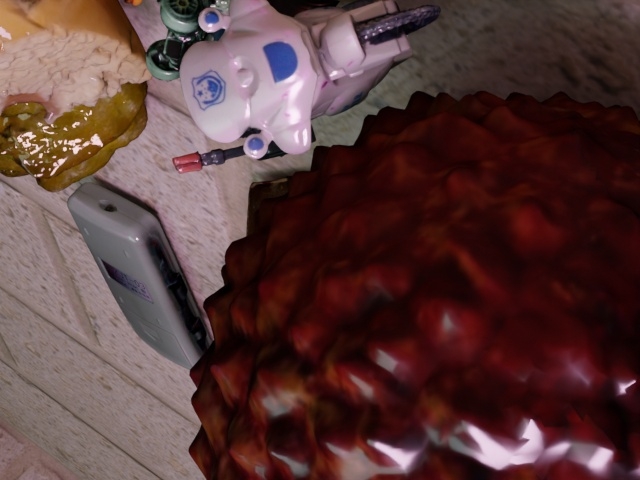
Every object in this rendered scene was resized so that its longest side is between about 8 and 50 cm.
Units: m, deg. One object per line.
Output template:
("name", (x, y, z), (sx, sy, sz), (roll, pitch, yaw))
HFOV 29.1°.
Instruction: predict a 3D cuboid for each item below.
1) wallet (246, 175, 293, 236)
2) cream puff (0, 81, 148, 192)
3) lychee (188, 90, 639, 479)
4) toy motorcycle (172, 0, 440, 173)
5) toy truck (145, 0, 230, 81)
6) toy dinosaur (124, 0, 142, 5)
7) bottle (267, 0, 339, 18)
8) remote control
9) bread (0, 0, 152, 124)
("wallet", (0.000, 0.000, 1.112), (0.031, 0.122, 0.232), (5, 177, -34))
("cream puff", (-0.280, -0.160, 1.197), (0.244, 0.196, 0.244), (43, -176, -3))
("lychee", (0.133, 0.127, 0.762), (0.500, 0.424, 0.425), (56, 169, 44))
("toy motorcycle", (-0.021, -0.102, 0.770), (0.102, 0.150, 0.221), (70, 164, -1))
("toy truck", (-0.073, -0.188, 0.886), (0.078, 0.154, 0.080), (14, 152, -9))
("toy dinosaur", (-0.148, -0.287, 0.919), (0.117, 0.070, 0.288), (37, 149, 14))
("bottle", (-0.028, -0.164, 0.941), (0.060, 0.060, 0.164), (44, 155, -1))
("remote control", (-0.216, 0.054, 1.548), (0.140, 0.056, 0.296), (28, 152, 33))
("bread", (-0.269, -0.208, 0.974), (0.224, 0.183, 0.211), (61, 178, 8))
